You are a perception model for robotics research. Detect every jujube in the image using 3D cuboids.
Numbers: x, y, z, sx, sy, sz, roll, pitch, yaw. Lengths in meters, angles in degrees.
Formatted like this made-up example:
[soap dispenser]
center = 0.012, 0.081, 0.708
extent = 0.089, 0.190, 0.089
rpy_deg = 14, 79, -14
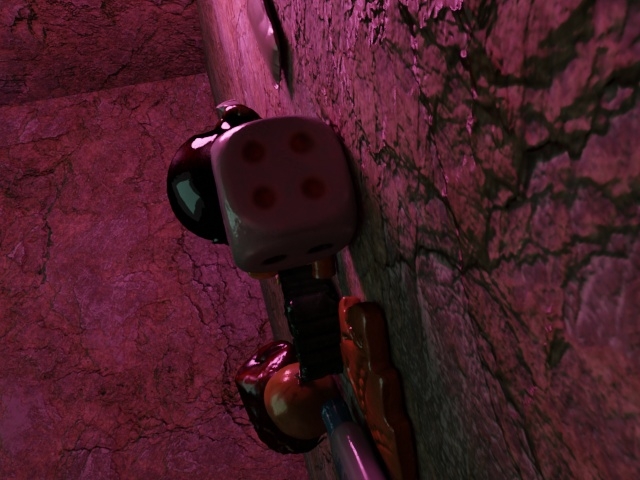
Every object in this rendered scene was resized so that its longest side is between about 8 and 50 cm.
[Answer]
[jujube]
center = -0.112, 0.475, 1.629
extent = 0.258, 0.258, 0.377
rpy_deg = -127, 24, -65

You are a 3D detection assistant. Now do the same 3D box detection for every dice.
[dice]
center = -0.058, -0.067, 0.836
extent = 0.194, 0.191, 0.193
rpy_deg = 117, 138, -71

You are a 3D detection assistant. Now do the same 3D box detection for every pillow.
[pillow]
center = -0.112, -0.424, 1.091
extent = 0.131, 0.038, 0.233
rpy_deg = 105, 149, -63

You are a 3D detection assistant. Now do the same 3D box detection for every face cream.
[face cream]
center = 0.074, 0.446, 1.068
extent = 0.337, 0.080, 0.163
rpy_deg = -121, 20, -59

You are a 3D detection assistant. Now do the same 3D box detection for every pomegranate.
[pomegranate]
center = -0.045, 0.392, 1.345
extent = 0.191, 0.191, 0.191
rpy_deg = 167, 90, -79

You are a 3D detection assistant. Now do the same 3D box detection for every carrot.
[carrot]
center = 0.000, 0.000, 1.013
extent = 0.048, 0.048, 0.139
rpy_deg = -129, 30, -67

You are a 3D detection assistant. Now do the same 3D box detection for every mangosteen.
[mangosteen]
center = -0.190, -0.141, 1.222
extent = 0.297, 0.297, 0.313
rpy_deg = -125, 49, -63

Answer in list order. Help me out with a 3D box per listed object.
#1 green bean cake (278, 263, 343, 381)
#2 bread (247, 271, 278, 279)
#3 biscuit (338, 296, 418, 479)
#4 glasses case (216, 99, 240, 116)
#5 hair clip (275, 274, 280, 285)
[green bean cake]
center = -0.021, 0.163, 1.153
extent = 0.208, 0.107, 0.193
rpy_deg = -124, 20, -64
[bread]
center = -0.181, -0.041, 1.606
extent = 0.121, 0.173, 0.311
rpy_deg = -16, 93, 41
[biscuit]
center = 0.083, 0.235, 0.862
extent = 0.284, 0.043, 0.306
rpy_deg = 97, 158, -61
[glasses case]
center = -0.173, -0.244, 1.480
extent = 0.128, 0.083, 0.308
rpy_deg = -85, -24, -59
[hair clip]
center = -0.134, 0.071, 1.758
extent = 0.214, 0.056, 0.062
rpy_deg = 88, 164, -47
